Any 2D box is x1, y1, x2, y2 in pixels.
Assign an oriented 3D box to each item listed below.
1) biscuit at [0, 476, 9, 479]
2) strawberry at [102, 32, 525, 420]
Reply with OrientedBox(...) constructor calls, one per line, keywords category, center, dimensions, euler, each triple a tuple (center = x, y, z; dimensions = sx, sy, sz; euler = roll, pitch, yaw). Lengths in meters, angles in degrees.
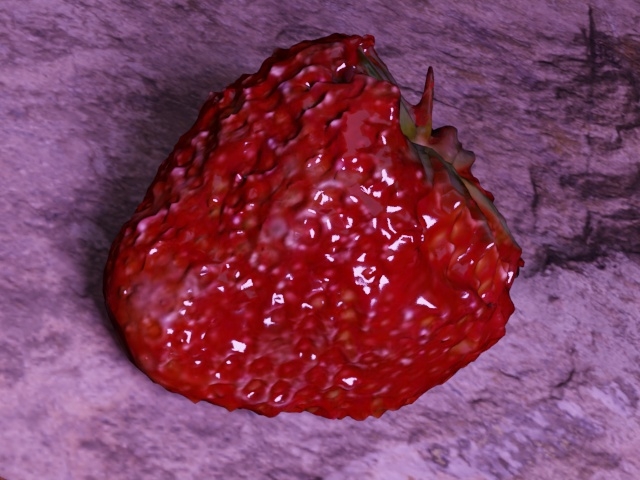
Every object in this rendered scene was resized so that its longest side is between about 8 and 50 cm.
OrientedBox(category="biscuit", center=(-0.255, 0.191, 0.665), dimensions=(0.455, 0.078, 0.350), euler=(37, 32, 16))
OrientedBox(category="strawberry", center=(-0.003, -0.002, 1.019), dimensions=(0.261, 0.258, 0.261), euler=(48, 14, -16))
